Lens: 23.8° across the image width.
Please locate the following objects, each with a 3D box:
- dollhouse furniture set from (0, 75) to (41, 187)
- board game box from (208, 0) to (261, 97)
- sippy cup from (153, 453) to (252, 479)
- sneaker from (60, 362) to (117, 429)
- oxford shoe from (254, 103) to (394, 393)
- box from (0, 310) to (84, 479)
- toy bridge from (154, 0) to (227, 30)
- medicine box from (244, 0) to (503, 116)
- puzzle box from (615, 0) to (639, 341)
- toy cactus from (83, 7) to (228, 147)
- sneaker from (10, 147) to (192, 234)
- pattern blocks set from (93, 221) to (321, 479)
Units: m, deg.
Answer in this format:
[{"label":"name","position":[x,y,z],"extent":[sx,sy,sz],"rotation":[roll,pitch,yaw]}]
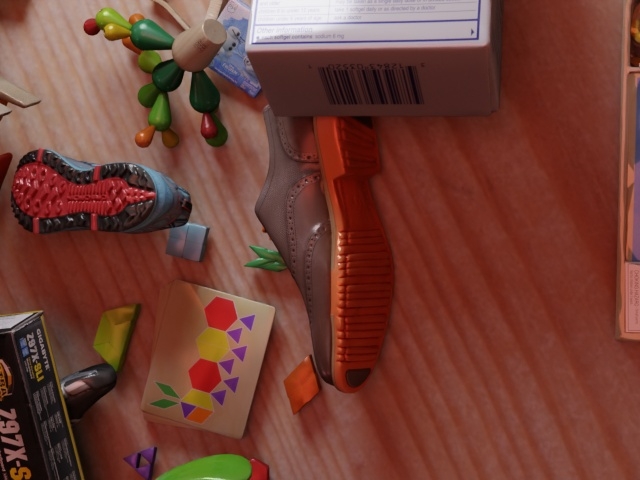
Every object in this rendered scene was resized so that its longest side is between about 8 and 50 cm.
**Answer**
[{"label":"dollhouse furniture set","position":[-0.437,-0.047,1.788],"extent":[0.135,0.259,0.262],"rotation":[28,110,9]},{"label":"board game box","position":[-0.092,-0.232,1.828],"extent":[0.090,0.020,0.090],"rotation":[34,114,-4]},{"label":"sippy cup","position":[-0.091,0.406,1.757],"extent":[0.224,0.305,0.240],"rotation":[-8,58,0]},{"label":"sneaker","position":[-0.319,0.244,1.865],"extent":[0.228,0.086,0.132],"rotation":[-26,91,26]},{"label":"oxford shoe","position":[0.000,0.000,1.795],"extent":[0.132,0.130,0.364],"rotation":[-7,82,28]},{"label":"box","position":[-0.417,0.257,1.821],"extent":[0.257,0.079,0.322],"rotation":[-8,102,23]},{"label":"toy bridge","position":[-0.131,-0.272,1.855],"extent":[0.188,0.026,0.063],"rotation":[18,95,10]},{"label":"medicine box","position":[0.071,-0.297,1.704],"extent":[0.263,0.149,0.289],"rotation":[0,65,11]},{"label":"puzzle box","position":[0.475,-0.082,1.720],"extent":[0.272,0.052,0.409],"rotation":[1,90,11]},{"label":"toy cactus","position":[-0.180,-0.205,1.803],"extent":[0.219,0.112,0.180],"rotation":[54,138,-2]},{"label":"sneaker","position":[-0.266,-0.045,1.844],"extent":[0.262,0.125,0.104],"rotation":[11,89,37]},{"label":"pattern blocks set","position":[-0.139,0.150,1.855],"extent":[0.285,0.026,0.325],"rotation":[24,95,10]}]
